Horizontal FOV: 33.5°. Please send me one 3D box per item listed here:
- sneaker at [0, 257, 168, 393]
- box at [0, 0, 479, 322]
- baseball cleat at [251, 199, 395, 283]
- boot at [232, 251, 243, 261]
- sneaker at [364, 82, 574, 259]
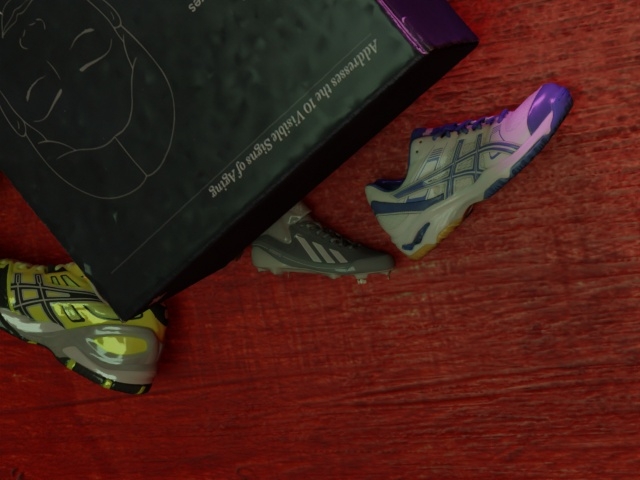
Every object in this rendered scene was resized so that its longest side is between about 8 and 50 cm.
[{"bbox_3d":[-0.392,0.087,1.586,0.385,0.145,0.147,26,89,10],"label":"sneaker"},{"bbox_3d":[-0.161,-0.250,1.245,0.480,0.297,0.471,-40,86,23],"label":"box"},{"bbox_3d":[0.000,0.000,1.440,0.206,0.072,0.109,1,96,16],"label":"baseball cleat"},{"bbox_3d":[-0.152,-0.045,1.495,0.085,0.059,0.157,-10,91,25],"label":"boot"},{"bbox_3d":[0.176,-0.107,1.328,0.296,0.112,0.131,-43,86,22],"label":"sneaker"}]
